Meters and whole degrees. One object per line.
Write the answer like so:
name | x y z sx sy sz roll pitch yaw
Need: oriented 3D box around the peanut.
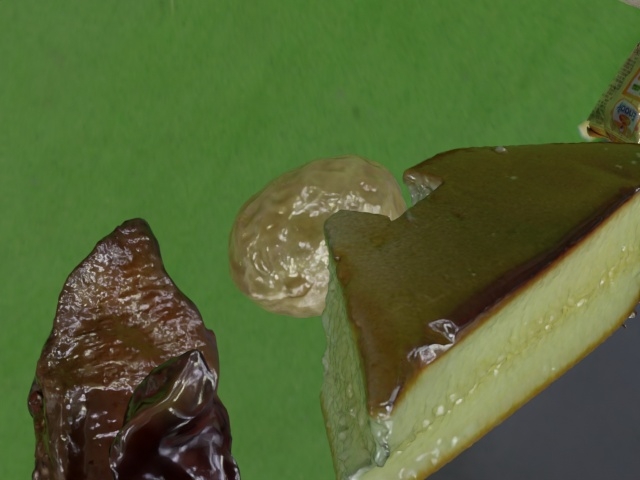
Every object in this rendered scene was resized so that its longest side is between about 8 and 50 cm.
peanut | 0.000 0.000 1.409 0.159 0.109 0.140 -30 130 -25

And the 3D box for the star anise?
star anise | -0.077 0.085 0.411 0.144 0.158 0.140 -6 132 -13

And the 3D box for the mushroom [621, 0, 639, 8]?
mushroom | 0.262 -0.267 1.261 0.204 0.204 0.204 -2 115 -5

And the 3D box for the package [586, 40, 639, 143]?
package | 0.264 -0.127 1.432 0.031 0.108 0.120 32 96 -17

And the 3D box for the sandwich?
sandwich | 0.059 0.025 0.761 0.088 0.244 0.090 22 125 30
